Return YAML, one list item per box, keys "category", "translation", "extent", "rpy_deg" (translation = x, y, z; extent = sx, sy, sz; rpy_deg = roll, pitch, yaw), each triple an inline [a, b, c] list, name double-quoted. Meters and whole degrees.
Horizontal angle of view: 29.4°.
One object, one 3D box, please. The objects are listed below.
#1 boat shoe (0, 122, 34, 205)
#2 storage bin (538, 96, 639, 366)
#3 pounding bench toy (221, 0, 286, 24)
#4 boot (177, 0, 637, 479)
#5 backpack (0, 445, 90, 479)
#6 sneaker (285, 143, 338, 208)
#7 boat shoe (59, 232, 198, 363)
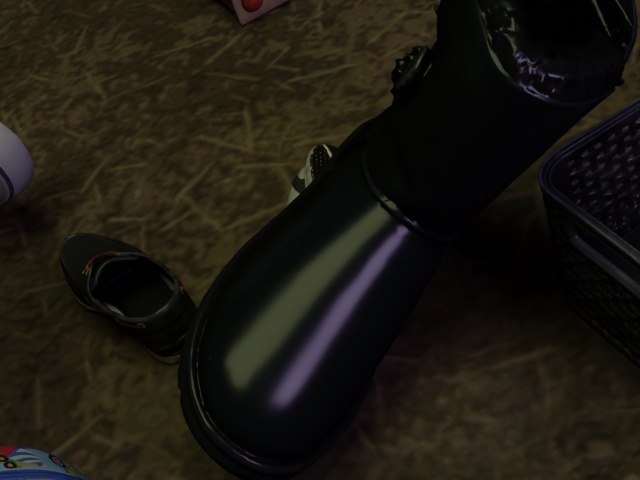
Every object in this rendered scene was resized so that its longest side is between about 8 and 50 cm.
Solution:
- category: "boat shoe"
  translation: [-0.309, -0.036, 0.810]
  extent: [0.267, 0.096, 0.088]
  rpy_deg: [3, 51, 28]
- category: "storage bin"
  translation: [0.209, -0.020, 0.575]
  extent: [0.180, 0.084, 0.122]
  rpy_deg: [-32, 42, -11]
- category: "pounding bench toy"
  translation: [-0.060, -0.213, 0.898]
  extent: [0.052, 0.083, 0.065]
  rpy_deg: [-31, 41, -11]
- category: "boot"
  translation: [0.039, -0.024, 0.560]
  extent: [0.094, 0.207, 0.246]
  rpy_deg: [36, 52, -3]
- category: "backpack"
  translation: [-0.153, 0.148, 0.495]
  extent: [0.173, 0.158, 0.117]
  rpy_deg: [-30, 48, -13]
- category: "sneaker"
  translation: [0.000, 0.000, 0.686]
  extent: [0.044, 0.040, 0.109]
  rpy_deg: [-46, 32, 47]
- category: "boat shoe"
  translation: [-0.114, 0.023, 0.702]
  extent: [0.049, 0.042, 0.133]
  rpy_deg: [-40, 43, -17]
